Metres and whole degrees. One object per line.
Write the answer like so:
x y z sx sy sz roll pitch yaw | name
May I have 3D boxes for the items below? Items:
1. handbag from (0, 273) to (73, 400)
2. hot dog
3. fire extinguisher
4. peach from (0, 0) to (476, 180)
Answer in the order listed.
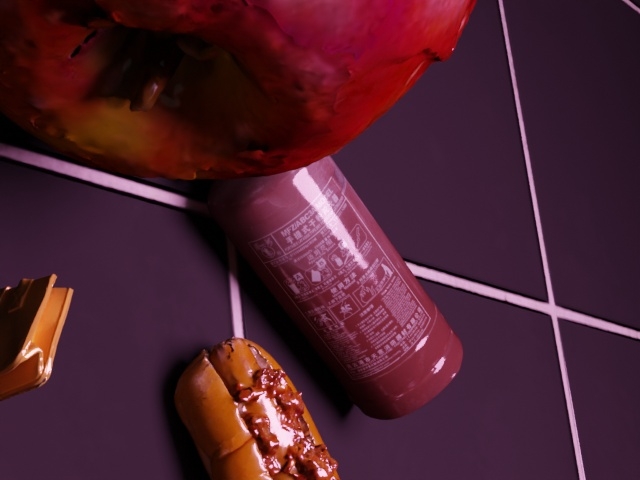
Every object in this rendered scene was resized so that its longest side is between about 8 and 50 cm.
-0.167 0.054 0.653 0.027 0.083 0.061 45 39 -35 | handbag
-0.013 0.178 0.817 0.102 0.076 0.249 -23 92 -59 | hot dog
0.000 0.000 0.900 0.269 0.104 0.105 54 38 -23 | fire extinguisher
-0.074 -0.240 0.721 0.353 0.339 0.417 78 10 -62 | peach
